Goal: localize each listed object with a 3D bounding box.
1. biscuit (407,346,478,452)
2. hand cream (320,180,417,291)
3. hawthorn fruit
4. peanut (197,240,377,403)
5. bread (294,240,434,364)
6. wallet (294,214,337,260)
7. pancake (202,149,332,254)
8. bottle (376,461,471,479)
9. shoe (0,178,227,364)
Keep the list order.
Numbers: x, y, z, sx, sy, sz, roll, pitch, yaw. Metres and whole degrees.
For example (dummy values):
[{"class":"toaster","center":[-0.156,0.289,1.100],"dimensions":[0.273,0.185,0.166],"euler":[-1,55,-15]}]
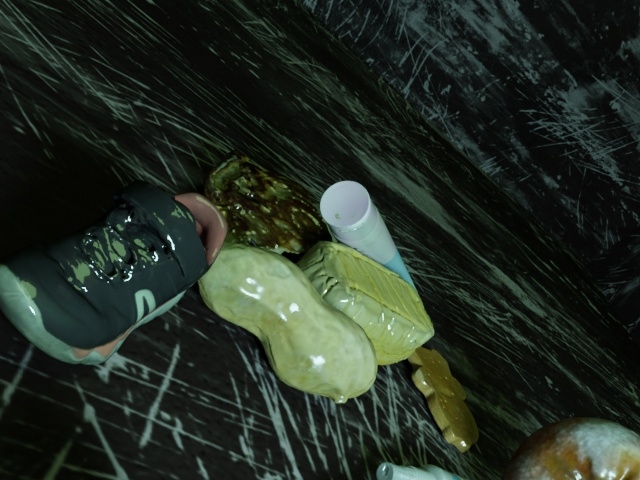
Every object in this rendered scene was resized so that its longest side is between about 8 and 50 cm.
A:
[{"class":"biscuit","center":[0.188,0.238,1.195],"dimensions":[0.133,0.027,0.184],"euler":[17,39,-56]},{"class":"hand cream","center":[0.075,0.007,1.149],"dimensions":[0.111,0.070,0.312],"euler":[19,-14,20]},{"class":"hawthorn fruit","center":[0.356,0.370,1.030],"dimensions":[0.231,0.235,0.263],"euler":[15,-46,46]},{"class":"peanut","center":[-0.036,0.091,0.893],"dimensions":[0.263,0.101,0.117],"euler":[47,20,-14]},{"class":"bread","center":[0.052,0.094,1.063],"dimensions":[0.236,0.106,0.140],"euler":[28,27,-43]},{"class":"wallet","center":[0.000,0.000,1.229],"dimensions":[0.095,0.033,0.190],"euler":[52,20,11]},{"class":"pancake","center":[-0.094,-0.046,1.076],"dimensions":[0.257,0.056,0.212],"euler":[1,46,-55]},{"class":"bottle","center":[0.145,0.305,0.947],"dimensions":[0.217,0.060,0.060],"euler":[33,26,-39]},{"class":"shoe","center":[-0.170,0.018,0.709],"dimensions":[0.114,0.137,0.291],"euler":[50,21,4]}]
